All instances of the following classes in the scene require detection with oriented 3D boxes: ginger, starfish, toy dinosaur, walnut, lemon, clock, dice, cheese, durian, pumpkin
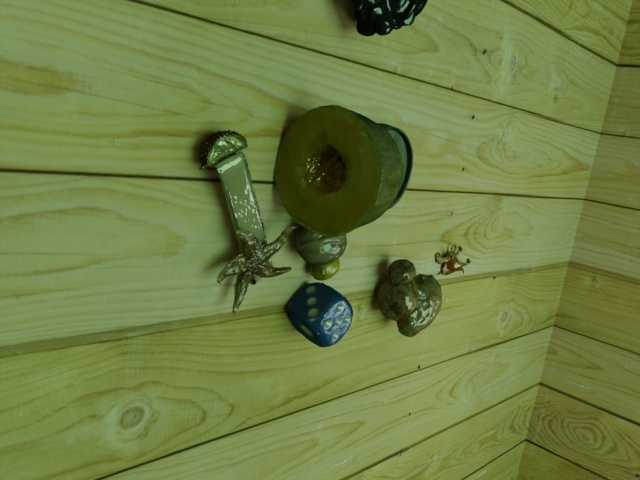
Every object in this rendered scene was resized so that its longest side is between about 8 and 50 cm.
[{"bbox_3d":[0.305,0.197,2.117,0.304,0.155,0.244,38,77,-48],"label":"ginger"},{"bbox_3d":[-0.168,0.055,1.552,0.277,0.062,0.236,-51,143,-3],"label":"starfish"},{"bbox_3d":[0.527,0.100,2.404,0.142,0.057,0.212,-36,128,-19],"label":"toy dinosaur"},{"bbox_3d":[0.001,0.000,1.729,0.162,0.140,0.140,-13,114,-57],"label":"walnut"},{"bbox_3d":[0.016,0.075,1.811,0.111,0.082,0.082,-35,128,-37],"label":"lemon"},{"bbox_3d":[0.194,-0.228,1.915,0.281,0.055,0.280,-20,119,-42],"label":"clock"},{"bbox_3d":[-0.001,0.219,1.797,0.146,0.146,0.143,-51,137,-22],"label":"dice"},{"bbox_3d":[-0.186,-0.045,1.539,0.085,0.034,0.400,-39,140,-28],"label":"cheese"},{"bbox_3d":[-0.243,-0.210,1.430,0.140,0.071,0.110,-36,142,-30],"label":"durian"},{"bbox_3d":[0.066,-0.175,1.595,0.199,0.332,0.332,0,104,-53],"label":"pumpkin"}]

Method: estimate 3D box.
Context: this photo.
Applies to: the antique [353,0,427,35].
[{"bbox_3d":[0.186,-0.699,1.635,0.322,0.185,0.255,-32,125,-41],"label":"antique"}]
